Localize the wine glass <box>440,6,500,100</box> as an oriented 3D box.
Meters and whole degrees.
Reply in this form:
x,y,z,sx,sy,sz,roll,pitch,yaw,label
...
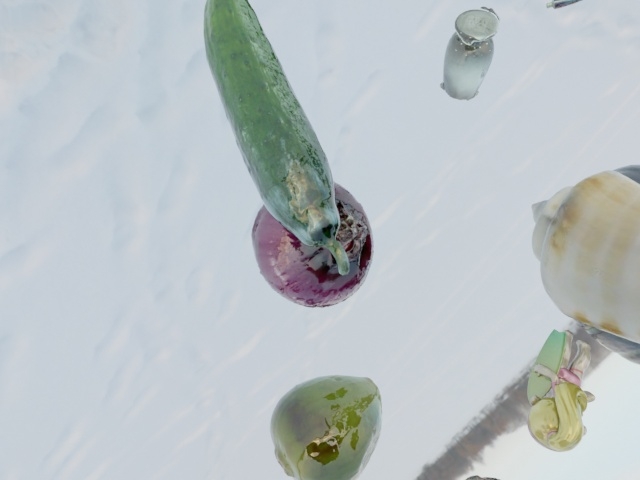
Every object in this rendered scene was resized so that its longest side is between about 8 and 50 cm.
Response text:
x,y,z,sx,sy,sz,roll,pitch,yaw,label
0.348,-0.432,1.198,0.111,0.111,0.204,-36,157,-16,wine glass

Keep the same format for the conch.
x,y,z,sx,sy,sz,roll,pitch,yaw,label
0.302,0.015,0.506,0.127,0.255,0.158,28,96,-29,conch

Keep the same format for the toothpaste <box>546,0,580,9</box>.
x,y,z,sx,sy,sz,roll,pitch,yaw,label
0.453,-0.436,0.918,0.027,0.083,0.019,-50,129,-59,toothpaste

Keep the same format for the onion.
x,y,z,sx,sy,sz,roll,pitch,yaw,label
0.000,0.000,0.433,0.115,0.115,0.104,-24,179,-35,onion

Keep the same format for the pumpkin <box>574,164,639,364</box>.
x,y,z,sx,sy,sz,roll,pitch,yaw,label
0.513,0.038,0.775,0.323,0.323,0.241,-29,159,-28,pumpkin

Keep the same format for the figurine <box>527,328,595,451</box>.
x,y,z,sx,sy,sz,roll,pitch,yaw,label
0.309,0.186,0.644,0.187,0.083,0.083,-49,162,-37,figurine

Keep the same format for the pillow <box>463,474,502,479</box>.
x,y,z,sx,sy,sz,roll,pitch,yaw,label
0.188,0.283,0.413,0.135,0.248,0.049,-57,-169,19,pillow

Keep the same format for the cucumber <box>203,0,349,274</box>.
x,y,z,sx,sy,sz,roll,pitch,yaw,label
-0.039,-0.085,0.359,0.055,0.250,0.056,-20,160,-8,cucumber

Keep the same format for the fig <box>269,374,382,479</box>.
x,y,z,sx,sy,sz,roll,pitch,yaw,label
0.018,0.359,0.970,0.230,0.207,0.207,-32,155,2,fig
